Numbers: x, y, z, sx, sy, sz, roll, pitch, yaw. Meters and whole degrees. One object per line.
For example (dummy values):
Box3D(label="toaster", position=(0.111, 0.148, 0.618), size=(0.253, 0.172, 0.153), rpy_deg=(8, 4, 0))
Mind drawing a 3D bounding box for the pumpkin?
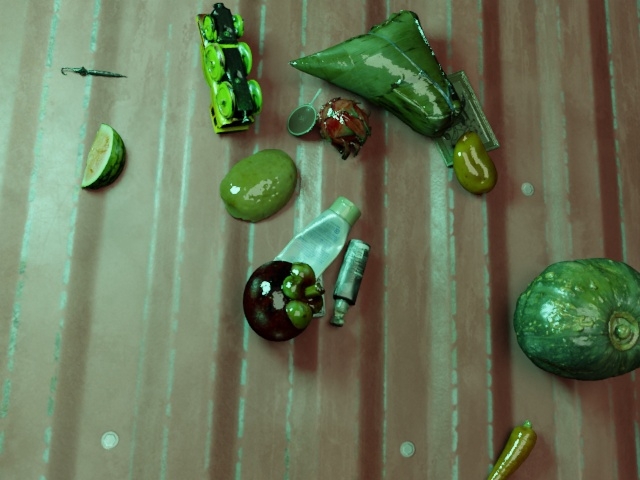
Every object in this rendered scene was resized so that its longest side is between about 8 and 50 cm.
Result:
Box3D(label="pumpkin", position=(0.622, 0.183, 1.870), size=(0.327, 0.257, 0.292), rpy_deg=(6, 87, -20))

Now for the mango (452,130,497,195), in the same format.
Box3D(label="mango", position=(0.381, -0.190, 1.991), size=(0.105, 0.084, 0.159), rpy_deg=(-22, 83, -19))

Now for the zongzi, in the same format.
Box3D(label="zongzi", position=(0.140, -0.368, 1.923), size=(0.360, 0.160, 0.323), rpy_deg=(-21, 74, -22))

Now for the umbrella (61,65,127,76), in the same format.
Box3D(label="umbrella", position=(-0.527, -0.393, 1.838), size=(0.148, 0.022, 0.022), rpy_deg=(-1, 118, -15))

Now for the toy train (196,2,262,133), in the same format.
Box3D(label="toy train", position=(-0.221, -0.400, 1.849), size=(0.100, 0.160, 0.297), rpy_deg=(-10, 81, -26))

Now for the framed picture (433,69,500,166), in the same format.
Box3D(label="framed picture", position=(0.351, -0.320, 2.056), size=(0.172, 0.010, 0.232), rpy_deg=(-23, 83, -19))

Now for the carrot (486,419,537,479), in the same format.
Box3D(label="carrot", position=(0.429, 0.531, 1.837), size=(0.061, 0.061, 0.257), rpy_deg=(38, 73, -3))

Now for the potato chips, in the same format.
Box3D(label="potato chips", position=(-0.141, -0.134, 1.860), size=(0.201, 0.049, 0.150), rpy_deg=(-33, 81, -14))

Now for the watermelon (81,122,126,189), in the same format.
Box3D(label="watermelon", position=(-0.474, -0.184, 1.788), size=(0.069, 0.086, 0.163), rpy_deg=(30, 68, -46))

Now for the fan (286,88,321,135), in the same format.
Box3D(label="fan", position=(-0.033, -0.314, 1.920), size=(0.085, 0.005, 0.133), rpy_deg=(28, 84, 37))

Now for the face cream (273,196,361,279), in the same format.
Box3D(label="face cream", position=(0.000, 0.000, 1.857), size=(0.114, 0.070, 0.224), rpy_deg=(34, 76, 19))

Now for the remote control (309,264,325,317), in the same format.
Box3D(label="remote control", position=(-0.017, 0.118, 1.843), size=(0.053, 0.018, 0.125), rpy_deg=(0, 76, -14))

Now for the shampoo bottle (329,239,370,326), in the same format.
Box3D(label="shampoo bottle", position=(0.066, 0.102, 1.845), size=(0.057, 0.063, 0.208), rpy_deg=(16, 73, 1))

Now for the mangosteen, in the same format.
Box3D(label="mangosteen", position=(-0.075, 0.129, 1.733), size=(0.199, 0.200, 0.200), rpy_deg=(4, 75, -14))

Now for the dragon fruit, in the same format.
Box3D(label="dragon fruit", position=(0.058, -0.280, 1.919), size=(0.141, 0.130, 0.121), rpy_deg=(23, 35, -12))
